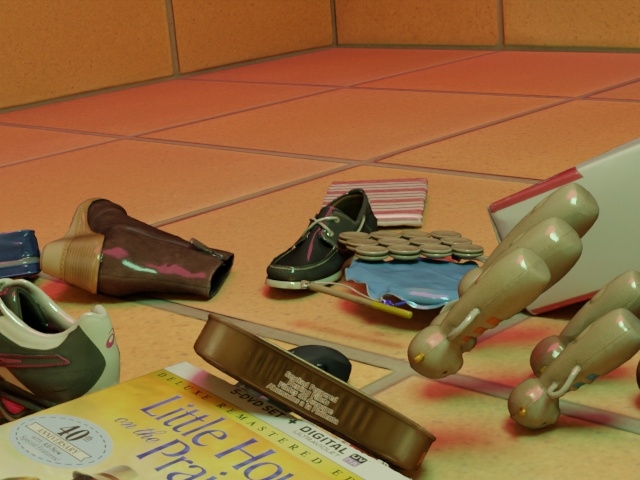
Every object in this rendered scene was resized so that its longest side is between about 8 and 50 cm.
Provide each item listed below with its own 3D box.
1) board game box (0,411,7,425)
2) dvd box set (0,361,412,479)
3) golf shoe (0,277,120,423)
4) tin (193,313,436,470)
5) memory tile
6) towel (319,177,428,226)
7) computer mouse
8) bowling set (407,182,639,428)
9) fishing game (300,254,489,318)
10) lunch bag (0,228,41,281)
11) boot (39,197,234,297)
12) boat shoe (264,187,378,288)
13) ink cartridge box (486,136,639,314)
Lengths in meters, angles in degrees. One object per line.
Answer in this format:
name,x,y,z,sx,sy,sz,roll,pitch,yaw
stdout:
board game box,-0.320,0.154,0.973,0.133,0.033,0.168,-5,16,1
dvd box set,-0.169,0.200,0.680,0.420,0.062,0.308,-16,23,-36
golf shoe,-0.286,0.078,0.973,0.273,0.120,0.105,15,21,15
tin,-0.007,0.113,0.841,0.190,0.040,0.106,28,-6,6
memory tile,0.100,0.005,1.285,0.148,0.012,0.113,-1,12,-14
towel,0.076,-0.048,1.598,0.144,0.029,0.197,-2,18,9
computer mouse,-0.078,0.130,0.970,0.242,0.041,0.071,-16,20,-33
bowling set,0.189,0.089,0.924,0.154,0.200,0.287,-44,-7,27
fishing game,0.119,0.050,1.202,0.189,0.041,0.264,14,16,33
lunch bag,-0.387,0.023,1.410,0.098,0.065,0.067,-7,0,-5
boot,-0.207,0.017,1.396,0.207,0.090,0.248,8,15,3
boat shoe,0.000,0.000,1.351,0.084,0.079,0.233,5,20,27
ink cartridge box,0.354,-0.047,1.185,0.226,0.131,0.306,-24,0,43
